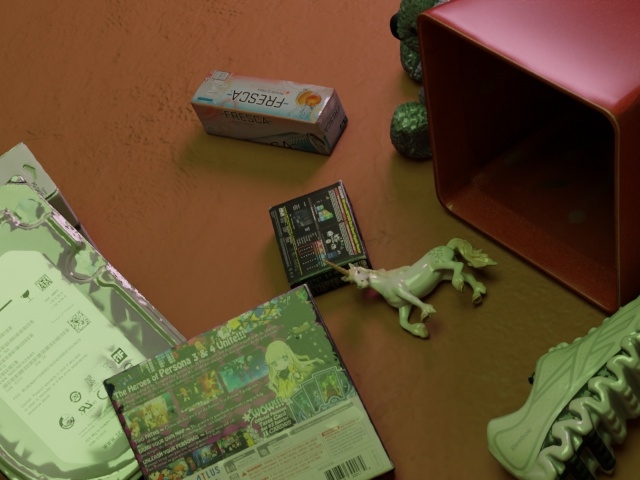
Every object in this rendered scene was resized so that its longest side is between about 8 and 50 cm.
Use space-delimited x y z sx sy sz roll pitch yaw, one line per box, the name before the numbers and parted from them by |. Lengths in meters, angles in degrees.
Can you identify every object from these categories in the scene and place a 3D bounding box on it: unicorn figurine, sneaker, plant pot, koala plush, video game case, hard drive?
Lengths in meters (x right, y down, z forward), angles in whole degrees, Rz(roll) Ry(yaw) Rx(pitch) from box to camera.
unicorn figurine | 0.100 0.046 1.619 0.162 0.060 0.111 -22 46 -18
sneaker | 0.274 0.121 1.461 0.292 0.110 0.118 -46 43 -17
plant pot | 0.284 -0.135 1.570 0.236 0.267 0.267 -35 48 -24
koala plush | 0.160 -0.234 1.702 0.203 0.221 0.196 -5 51 17
video game case | -0.073 0.186 1.519 0.232 0.042 0.210 -26 76 -2
hard drive | -0.289 0.123 1.598 0.237 0.064 0.339 -43 79 -15

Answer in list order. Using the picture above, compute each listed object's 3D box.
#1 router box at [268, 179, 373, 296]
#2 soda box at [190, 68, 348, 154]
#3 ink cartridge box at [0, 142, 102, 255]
router box | 0.000 0.000 1.700 0.092 0.038 0.122 -21 49 5
soda box | -0.063 -0.156 1.831 0.183 0.063 0.058 12 59 29
ink cartridge box | -0.322 -0.025 1.768 0.063 0.150 0.109 -36 49 -9
